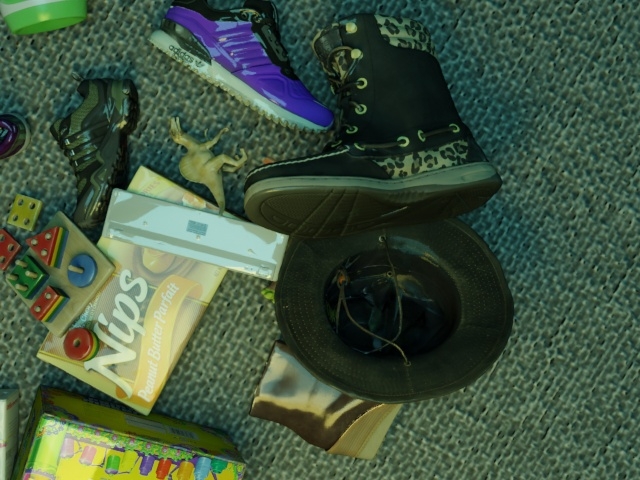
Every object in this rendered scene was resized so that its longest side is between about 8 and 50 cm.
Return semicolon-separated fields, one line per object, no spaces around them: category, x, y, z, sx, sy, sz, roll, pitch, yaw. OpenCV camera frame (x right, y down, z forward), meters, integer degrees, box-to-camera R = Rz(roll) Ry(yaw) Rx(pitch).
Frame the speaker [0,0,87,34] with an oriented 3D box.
speaker;-0.416;-0.447;1.764;0.131;0.131;0.296;-13;94;-1

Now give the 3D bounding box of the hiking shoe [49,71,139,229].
hiking shoe;-0.336;-0.129;1.813;0.114;0.086;0.227;10;79;9

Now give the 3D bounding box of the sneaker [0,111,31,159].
sneaker;-0.527;-0.125;1.794;0.223;0.098;0.083;-27;94;-1

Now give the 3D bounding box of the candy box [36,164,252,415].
candy box;-0.252;0.070;1.822;0.183;0.087;0.316;29;92;-2

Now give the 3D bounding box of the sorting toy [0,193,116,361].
sorting toy;-0.383;0.038;1.775;0.274;0.046;0.132;43;98;26

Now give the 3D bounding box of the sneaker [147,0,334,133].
sneaker;-0.089;-0.269;1.800;0.293;0.102;0.146;31;91;-4

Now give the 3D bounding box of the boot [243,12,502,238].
boot;0.045;-0.162;1.716;0.377;0.138;0.284;-7;66;-23

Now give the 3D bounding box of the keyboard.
keyboard;-0.176;-0.008;1.772;0.256;0.014;0.072;15;87;-2

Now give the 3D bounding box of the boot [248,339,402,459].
boot;0.029;0.188;1.840;0.207;0.090;0.248;24;96;-6

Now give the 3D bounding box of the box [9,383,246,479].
box;-0.294;0.386;1.771;0.290;0.177;0.279;18;93;-16

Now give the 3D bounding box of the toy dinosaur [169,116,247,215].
toy dinosaur;-0.155;-0.106;1.818;0.092;0.053;0.183;-24;65;-17

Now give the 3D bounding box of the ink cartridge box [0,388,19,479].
ink cartridge box;-0.473;0.282;1.827;0.052;0.088;0.122;3;94;-1

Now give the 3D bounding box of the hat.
hat;0.096;0.111;1.743;0.331;0.134;0.331;3;56;-4

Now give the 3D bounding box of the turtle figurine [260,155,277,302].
turtle figurine;0.000;0.000;1.828;0.269;0.087;0.217;25;102;-18
